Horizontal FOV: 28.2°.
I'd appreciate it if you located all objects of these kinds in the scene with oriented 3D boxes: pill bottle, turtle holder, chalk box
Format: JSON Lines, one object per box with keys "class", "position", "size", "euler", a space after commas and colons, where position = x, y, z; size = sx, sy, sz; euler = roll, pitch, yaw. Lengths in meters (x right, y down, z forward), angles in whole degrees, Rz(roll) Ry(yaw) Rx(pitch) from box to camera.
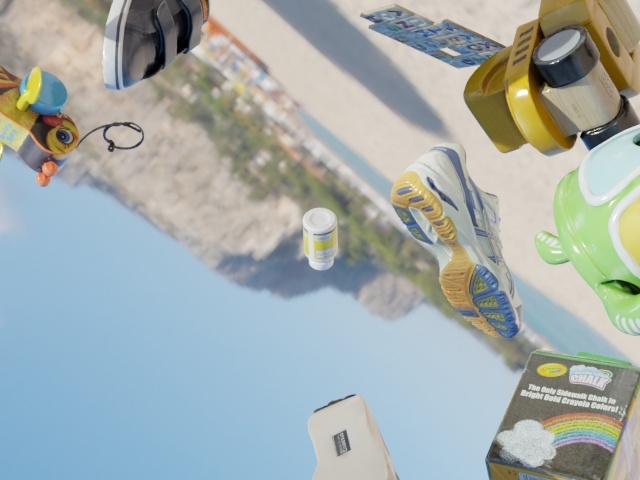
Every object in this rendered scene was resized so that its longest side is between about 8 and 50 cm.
{"class": "pill bottle", "position": [0.000, 0.000, 2.402], "size": [0.065, 0.065, 0.116], "euler": [44, 150, 35]}
{"class": "turtle holder", "position": [0.414, -0.024, 1.592], "size": [0.243, 0.227, 0.320], "euler": [51, -145, 12]}
{"class": "chalk box", "position": [0.384, 0.290, 1.896], "size": [0.180, 0.289, 0.179], "euler": [9, 135, 28]}

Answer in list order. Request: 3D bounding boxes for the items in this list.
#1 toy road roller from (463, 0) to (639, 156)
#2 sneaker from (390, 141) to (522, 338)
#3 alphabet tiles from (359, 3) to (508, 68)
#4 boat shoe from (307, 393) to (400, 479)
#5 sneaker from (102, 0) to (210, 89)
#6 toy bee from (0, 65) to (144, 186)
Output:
{"class": "toy road roller", "position": [0.372, -0.277, 2.052], "size": [0.202, 0.240, 0.329], "euler": [51, -141, -29]}
{"class": "sneaker", "position": [0.218, -0.001, 1.751], "size": [0.112, 0.131, 0.296], "euler": [0, 129, 47]}
{"class": "alphabet tiles", "position": [0.193, -0.344, 2.151], "size": [0.237, 0.009, 0.198], "euler": [19, 173, -25]}
{"class": "boat shoe", "position": [0.064, 0.349, 1.707], "size": [0.158, 0.127, 0.340], "euler": [62, -170, -20]}
{"class": "sneaker", "position": [-0.240, -0.338, 1.931], "size": [0.127, 0.126, 0.321], "euler": [8, -138, 3]}
{"class": "toy bee", "position": [-0.411, -0.167, 1.842], "size": [0.298, 0.195, 0.162], "euler": [10, -133, -5]}
